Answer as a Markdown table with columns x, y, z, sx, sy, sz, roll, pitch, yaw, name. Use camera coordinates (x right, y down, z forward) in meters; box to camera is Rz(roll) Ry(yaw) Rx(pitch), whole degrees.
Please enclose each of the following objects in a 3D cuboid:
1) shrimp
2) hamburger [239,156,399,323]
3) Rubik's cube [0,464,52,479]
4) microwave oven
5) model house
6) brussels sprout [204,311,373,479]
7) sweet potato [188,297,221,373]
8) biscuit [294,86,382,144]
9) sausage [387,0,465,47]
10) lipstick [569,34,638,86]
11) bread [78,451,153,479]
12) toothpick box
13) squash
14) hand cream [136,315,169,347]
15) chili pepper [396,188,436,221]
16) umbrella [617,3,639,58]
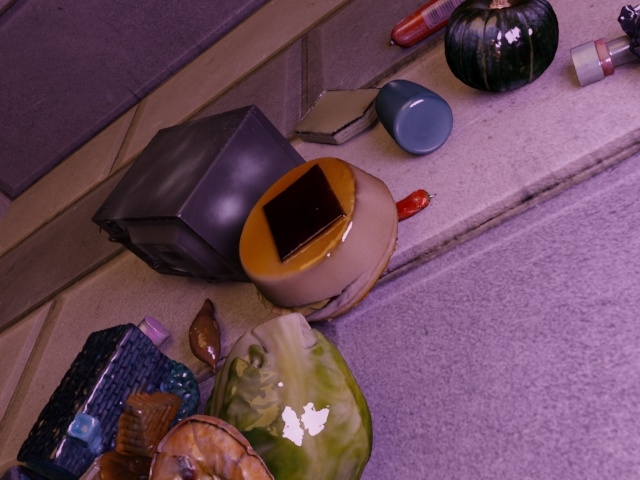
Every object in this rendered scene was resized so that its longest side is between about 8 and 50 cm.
| x | y | z | sx | sy | sz | roll | pitch | yaw | name |
| --- | --- | --- | --- | --- | --- | --- | --- | --- | --- |
| -0.111 | 0.337 | 0.661 | 0.178 | 0.075 | 0.290 | -16 | 61 | 25 | shrimp |
| 0.000 | 0.000 | 1.068 | 0.300 | 0.176 | 0.300 | -26 | 41 | 26 | hamburger |
| -0.398 | 0.514 | 0.850 | 0.255 | 0.259 | 0.260 | -51 | 34 | -14 | Rubik's cube |
| -0.284 | -0.093 | 1.437 | 0.431 | 0.236 | 0.375 | 1 | 53 | 49 | microwave oven |
| -0.315 | 0.262 | 0.980 | 0.241 | 0.225 | 0.261 | 116 | 175 | -56 | model house |
| -0.048 | 0.232 | 0.803 | 0.219 | 0.210 | 0.272 | -28 | 65 | 48 | brussels sprout |
| -0.236 | 0.175 | 1.240 | 0.068 | 0.068 | 0.226 | -38 | 32 | 10 | sweet potato |
| 0.049 | -0.300 | 1.482 | 0.150 | 0.052 | 0.252 | -55 | 32 | -11 | biscuit |
| 0.279 | -0.546 | 1.491 | 0.274 | 0.074 | 0.074 | -27 | 36 | 27 | sausage |
| 0.507 | -0.313 | 0.989 | 0.186 | 0.057 | 0.063 | -16 | 69 | 27 | lipstick |
| -0.234 | 0.389 | 0.851 | 0.110 | 0.209 | 0.192 | -55 | 43 | 0 | bread |
| 0.177 | -0.255 | 1.224 | 0.120 | 0.120 | 0.184 | -39 | 30 | 8 | toothpick box |
| 0.331 | -0.374 | 1.138 | 0.218 | 0.172 | 0.218 | -27 | 38 | 24 | squash |
| -0.459 | 0.302 | 1.342 | 0.312 | 0.070 | 0.111 | -49 | 35 | -1 | hand cream |
| 0.132 | -0.048 | 1.122 | 0.178 | 0.027 | 0.045 | -31 | 35 | 26 | chili pepper |
| 0.501 | -0.270 | 0.888 | 0.080 | 0.071 | 0.224 | -20 | 56 | 23 | umbrella |
